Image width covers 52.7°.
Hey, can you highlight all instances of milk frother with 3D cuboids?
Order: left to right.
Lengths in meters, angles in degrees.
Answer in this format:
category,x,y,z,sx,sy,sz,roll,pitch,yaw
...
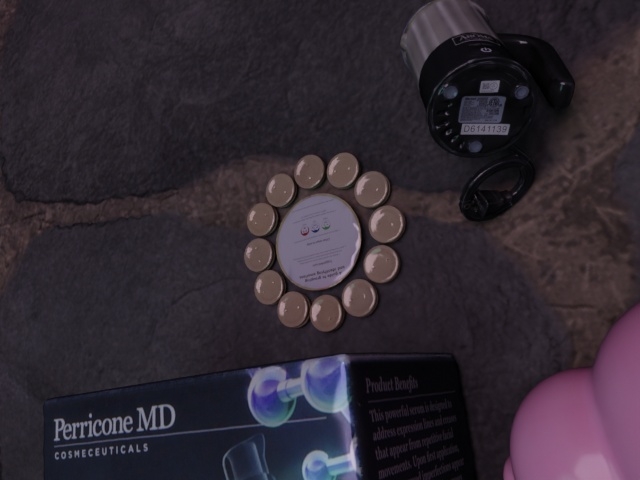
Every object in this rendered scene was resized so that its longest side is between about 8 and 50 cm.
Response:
category,x,y,z,sx,sy,sz,roll,pitch,yaw
milk frother,0.128,-0.111,0.555,0.135,0.129,0.143,-93,21,-51

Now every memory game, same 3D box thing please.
category,x,y,z,sx,sy,sz,roll,pitch,yaw
memory game,0.000,0.000,0.651,0.186,0.012,0.186,-6,78,29

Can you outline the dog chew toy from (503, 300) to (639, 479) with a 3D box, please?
category,x,y,z,sx,sy,sz,roll,pitch,yaw
dog chew toy,0.263,0.104,0.381,0.331,0.206,0.207,-32,67,30

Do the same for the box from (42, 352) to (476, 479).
category,x,y,z,sx,sy,sz,roll,pitch,yaw
box,-0.032,0.301,0.501,0.293,0.212,0.396,-15,73,28
